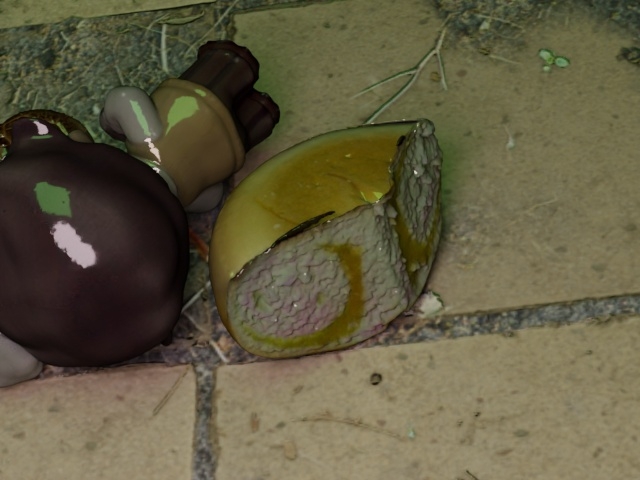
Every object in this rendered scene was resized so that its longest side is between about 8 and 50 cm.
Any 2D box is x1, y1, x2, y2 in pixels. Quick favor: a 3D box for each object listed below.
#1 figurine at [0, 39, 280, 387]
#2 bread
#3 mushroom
[{"bbox_3d":[-0.192,-0.046,1.394,0.206,0.218,0.365,7,44,19],"label":"figurine"},{"bbox_3d":[0.007,-0.009,1.368,0.260,0.158,0.156,-26,39,-12],"label":"bread"},{"bbox_3d":[-0.287,-0.078,1.516,0.109,0.085,0.126,22,61,26],"label":"mushroom"}]
